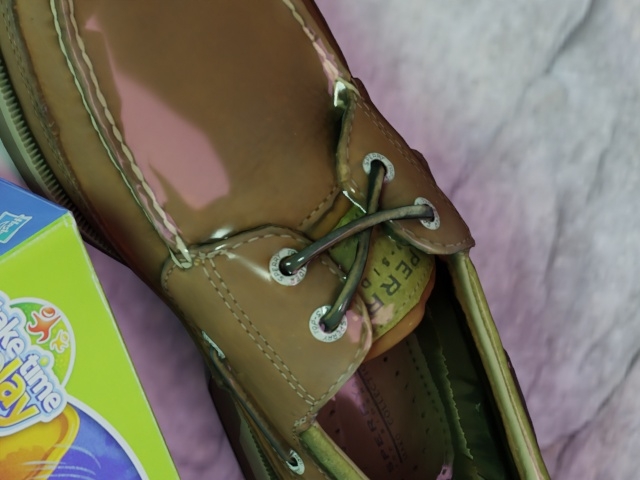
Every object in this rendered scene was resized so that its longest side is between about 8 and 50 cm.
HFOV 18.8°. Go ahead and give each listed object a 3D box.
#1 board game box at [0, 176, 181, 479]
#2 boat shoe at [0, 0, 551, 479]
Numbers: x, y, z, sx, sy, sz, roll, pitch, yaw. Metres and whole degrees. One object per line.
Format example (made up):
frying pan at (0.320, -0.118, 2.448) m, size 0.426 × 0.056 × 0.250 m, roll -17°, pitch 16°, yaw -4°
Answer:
board game box at (-0.128, 0.181, 0.584) m, size 0.233 × 0.078 × 0.347 m, roll -35°, pitch 125°, yaw -25°
boat shoe at (0.000, 0.000, 0.608) m, size 0.111 × 0.104 × 0.307 m, roll -46°, pitch 129°, yaw -18°
